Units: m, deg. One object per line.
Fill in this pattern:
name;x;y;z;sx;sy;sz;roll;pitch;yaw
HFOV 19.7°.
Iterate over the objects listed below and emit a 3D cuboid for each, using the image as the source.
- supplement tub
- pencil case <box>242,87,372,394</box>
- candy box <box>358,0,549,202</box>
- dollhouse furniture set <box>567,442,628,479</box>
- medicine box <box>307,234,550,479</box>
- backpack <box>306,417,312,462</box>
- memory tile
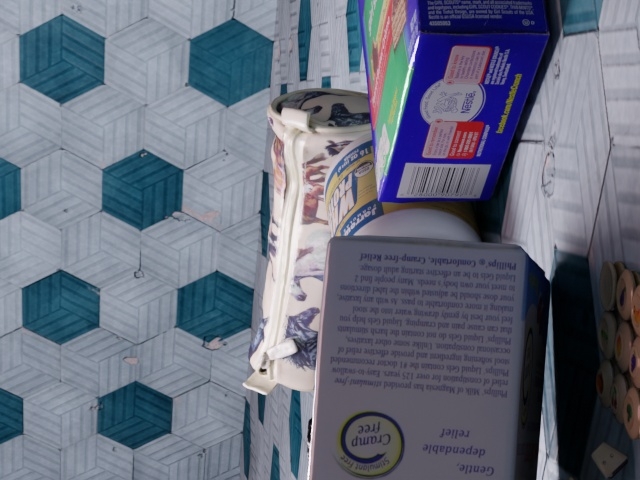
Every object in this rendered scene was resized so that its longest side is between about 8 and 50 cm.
supplement tub;0.083;-0.001;1.794;0.200;0.144;0.144;-99;12;-52
pencil case;0.000;0.000;2.305;0.183;0.160;0.410;-36;-41;-50
candy box;0.111;-0.237;1.690;0.268;0.122;0.317;102;167;-58
dollhouse furniture set;0.211;0.210;1.342;0.081;0.091;0.114;45;-179;19
medicine box;0.087;0.154;1.409;0.263;0.149;0.289;28;-114;-78
backpack;0.068;0.250;1.851;0.117;0.158;0.173;96;171;-83
memory tile;0.218;0.080;1.286;0.148;0.012;0.113;-119;31;-76
